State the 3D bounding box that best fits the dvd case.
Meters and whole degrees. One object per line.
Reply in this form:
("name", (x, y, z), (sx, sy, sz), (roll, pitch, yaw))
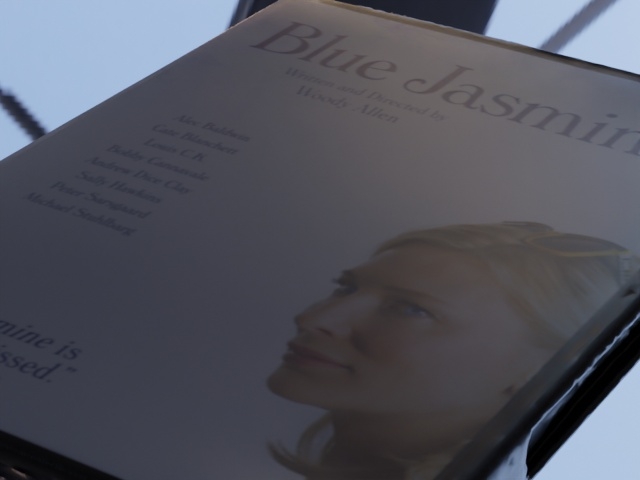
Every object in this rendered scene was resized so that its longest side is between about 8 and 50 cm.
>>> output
("dvd case", (0.000, 0.000, 0.499), (0.180, 0.022, 0.253), (17, -147, 28))
